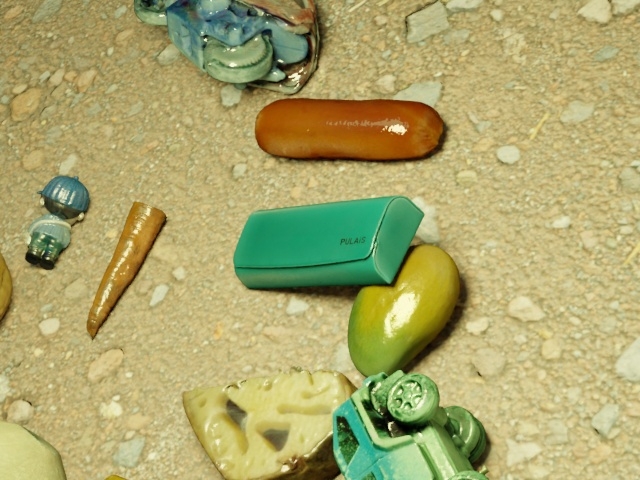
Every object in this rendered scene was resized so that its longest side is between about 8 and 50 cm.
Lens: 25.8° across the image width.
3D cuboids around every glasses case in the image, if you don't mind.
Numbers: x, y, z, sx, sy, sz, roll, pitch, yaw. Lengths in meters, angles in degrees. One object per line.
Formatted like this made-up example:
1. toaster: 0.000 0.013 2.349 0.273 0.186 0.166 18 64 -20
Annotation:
1. glasses case: -0.001 0.001 1.886 0.301 0.070 0.117 -4 52 49

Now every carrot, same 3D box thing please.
1. carrot: -0.302 0.045 2.091 0.057 0.057 0.224 10 65 34

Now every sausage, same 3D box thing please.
1. sausage: 0.035 -0.163 2.043 0.300 0.083 0.089 1 45 28

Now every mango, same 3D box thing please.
1. mango: 0.105 0.093 1.811 0.130 0.092 0.194 15 73 33

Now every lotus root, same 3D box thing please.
1. lotus root: -0.060 0.248 1.790 0.261 0.074 0.170 -14 53 20

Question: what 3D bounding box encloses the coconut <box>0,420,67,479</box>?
1. coconut: -0.455 0.368 1.767 0.309 0.297 0.297 -44 47 -5

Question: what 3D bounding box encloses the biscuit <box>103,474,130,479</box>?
1. biscuit: -0.244 0.392 1.801 0.183 0.039 0.174 13 65 35

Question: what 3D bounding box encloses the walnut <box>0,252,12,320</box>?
1. walnut: -0.552 0.072 2.147 0.166 0.149 0.166 7 49 -8

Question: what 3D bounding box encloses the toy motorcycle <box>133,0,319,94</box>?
1. toy motorcycle: -0.133 -0.345 2.247 0.319 0.241 0.182 42 121 37

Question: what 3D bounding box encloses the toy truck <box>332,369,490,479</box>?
1. toy truck: 0.128 0.282 1.610 0.156 0.155 0.279 -37 47 11

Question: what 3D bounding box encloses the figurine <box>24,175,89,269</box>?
1. figurine: -0.421 -0.033 2.199 0.086 0.087 0.149 20 61 -4
